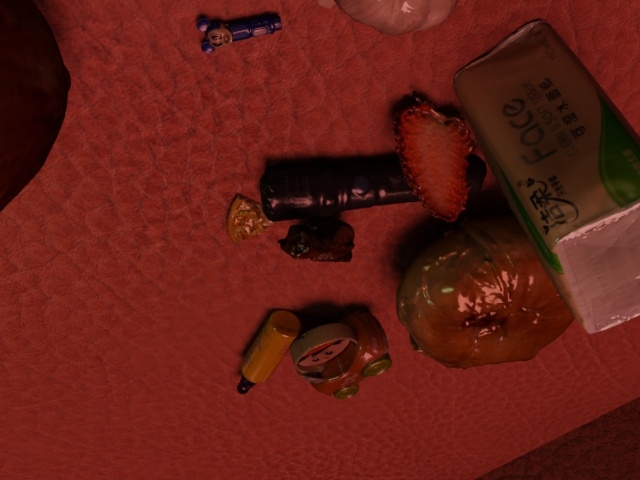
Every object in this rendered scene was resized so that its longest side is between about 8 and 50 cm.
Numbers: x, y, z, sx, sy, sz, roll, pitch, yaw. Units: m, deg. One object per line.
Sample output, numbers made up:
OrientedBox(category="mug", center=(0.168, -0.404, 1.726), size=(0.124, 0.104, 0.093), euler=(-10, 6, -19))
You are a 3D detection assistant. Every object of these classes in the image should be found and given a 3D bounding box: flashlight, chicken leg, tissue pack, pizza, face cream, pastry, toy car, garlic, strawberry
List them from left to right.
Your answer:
OrientedBox(category="flashlight", center=(-0.114, -0.300, 0.975), size=(0.121, 0.035, 0.057), euler=(-12, 139, -7))
OrientedBox(category="pizza", center=(-0.121, -0.040, 1.276), size=(0.109, 0.026, 0.122), euler=(-7, 138, -17))
OrientedBox(category="face cream", center=(-0.133, 0.273, 1.583), size=(0.078, 0.078, 0.273), euler=(9, 133, -29))
OrientedBox(category="chicken leg", center=(0.000, 0.000, 1.221), size=(0.113, 0.093, 0.304), euler=(12, -177, 9))
OrientedBox(category="toy car", center=(0.023, 0.256, 1.557), size=(0.235, 0.145, 0.235), euler=(-15, 145, -11))
OrientedBox(category="garlic", center=(0.066, -0.369, 0.897), size=(0.219, 0.218, 0.212), euler=(14, 171, -32))
OrientedBox(category="flashlight", center=(0.102, -0.101, 1.236), size=(0.425, 0.103, 0.103), euler=(-6, 138, -14))
OrientedBox(category="strawberry", center=(0.179, -0.136, 1.174), size=(0.167, 0.207, 0.087), euler=(18, 164, -26))
OrientedBox(category="pastry", center=(0.354, 0.100, 1.442), size=(0.410, 0.245, 0.409), euler=(-9, 136, -9))
OrientedBox(category="tissue pack", center=(0.409, -0.100, 1.119), size=(0.205, 0.404, 0.332), euler=(-28, 139, 16))

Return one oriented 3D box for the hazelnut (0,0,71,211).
OrientedBox(category="hazelnut", center=(-0.494, -0.156, 0.776), size=(0.421, 0.353, 0.421), euler=(-42, 165, -14))
